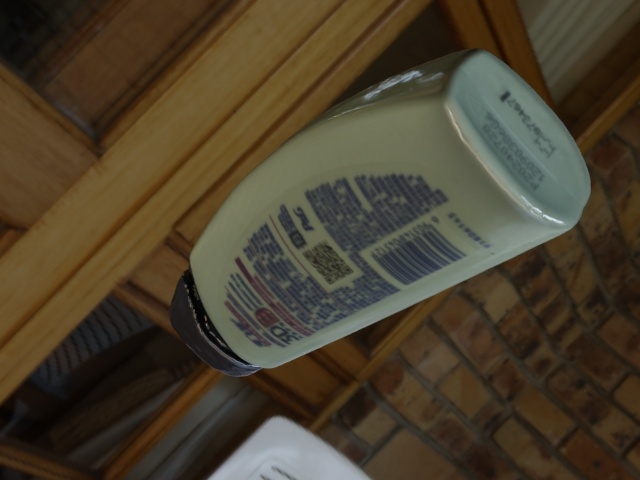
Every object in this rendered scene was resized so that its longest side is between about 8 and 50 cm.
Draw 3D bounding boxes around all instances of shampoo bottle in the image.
[{"bbox_3d":[0.000,0.000,0.564,0.134,0.078,0.359,46,-39,-10],"label":"shampoo bottle"}]
